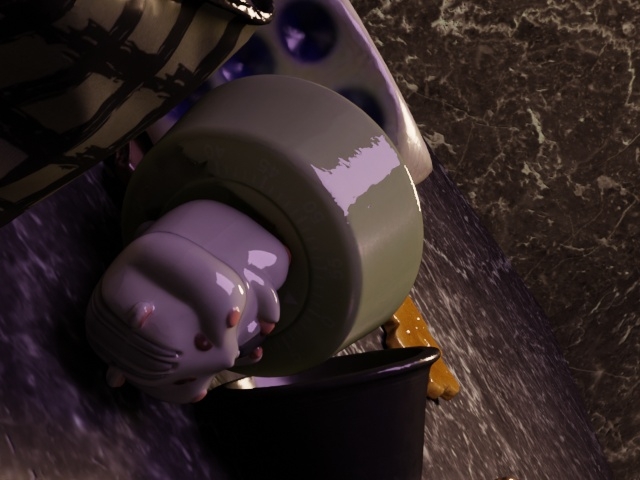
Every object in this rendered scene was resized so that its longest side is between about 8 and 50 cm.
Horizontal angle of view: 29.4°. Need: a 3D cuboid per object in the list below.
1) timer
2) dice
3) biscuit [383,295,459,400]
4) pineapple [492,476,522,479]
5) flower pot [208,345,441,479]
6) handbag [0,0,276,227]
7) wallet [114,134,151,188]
[{"bbox_3d":[-0.091,0.030,1.106,0.290,0.291,0.315,57,34,-7],"label":"timer"},{"bbox_3d":[-0.053,-0.155,1.449,0.304,0.277,0.304,64,1,-4],"label":"dice"},{"bbox_3d":[0.154,0.170,2.073,0.212,0.041,0.238,38,24,-41],"label":"biscuit"},{"bbox_3d":[0.259,0.492,1.563,0.165,0.166,0.364,41,30,-52],"label":"pineapple"},{"bbox_3d":[0.016,0.196,1.210,0.235,0.235,0.148,-4,83,-75],"label":"flower pot"},{"bbox_3d":[-0.224,-0.122,0.728,0.162,0.325,0.327,57,11,9],"label":"handbag"},{"bbox_3d":[-0.179,-0.048,1.344,0.152,0.039,0.118,56,11,-28],"label":"wallet"}]
